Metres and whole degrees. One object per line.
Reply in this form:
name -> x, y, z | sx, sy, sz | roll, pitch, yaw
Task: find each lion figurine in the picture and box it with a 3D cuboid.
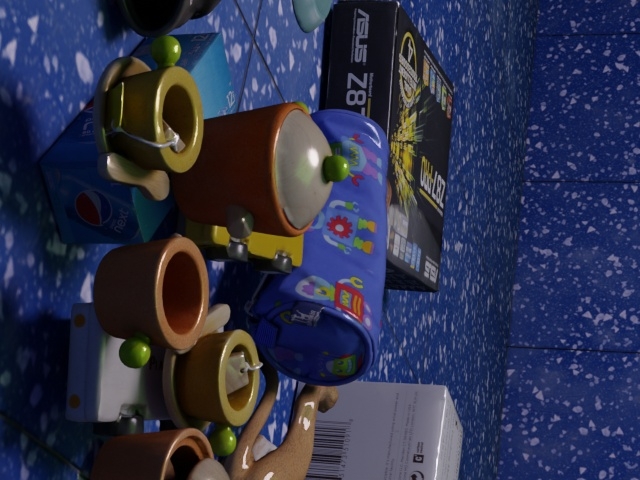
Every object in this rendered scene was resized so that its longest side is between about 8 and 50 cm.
lion figurine -> -0.054, 0.312, 1.144 | 0.240, 0.142, 0.392 | -29, 105, -63

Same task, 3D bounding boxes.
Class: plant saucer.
plant saucer -> -0.007, -0.301, 1.398 | 0.119, 0.021, 0.119 | 2, 90, -73

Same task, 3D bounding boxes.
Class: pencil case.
pencil case -> 0.000, 0.000, 1.220 | 0.119, 0.133, 0.306 | 120, -17, -45

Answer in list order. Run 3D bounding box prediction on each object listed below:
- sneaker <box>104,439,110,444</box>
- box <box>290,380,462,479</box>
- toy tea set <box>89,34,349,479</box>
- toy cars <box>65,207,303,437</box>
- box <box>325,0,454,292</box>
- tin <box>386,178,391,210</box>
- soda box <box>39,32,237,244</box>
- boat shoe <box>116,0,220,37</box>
sneaker -> -0.130, 0.230, 0.946 | 0.077, 0.072, 0.178 | -62, 145, -37
box -> 0.058, 0.265, 1.378 | 0.119, 0.181, 0.181 | 64, 31, -56
toy tea set -> -0.059, 0.039, 0.812 | 0.200, 0.124, 0.336 | 10, 80, -68
toy cars -> -0.113, 0.033, 0.967 | 0.394, 0.087, 0.177 | -61, 144, -51
box -> 0.095, -0.109, 1.627 | 0.395, 0.097, 0.318 | 32, 64, -71
tin -> 0.019, -0.024, 1.357 | 0.040, 0.106, 0.190 | 72, 25, -48
soda box -> -0.131, -0.082, 0.913 | 0.210, 0.067, 0.071 | -66, 152, -53
boat shoe -> -0.103, -0.298, 0.856 | 0.095, 0.112, 0.335 | -64, 164, -48
